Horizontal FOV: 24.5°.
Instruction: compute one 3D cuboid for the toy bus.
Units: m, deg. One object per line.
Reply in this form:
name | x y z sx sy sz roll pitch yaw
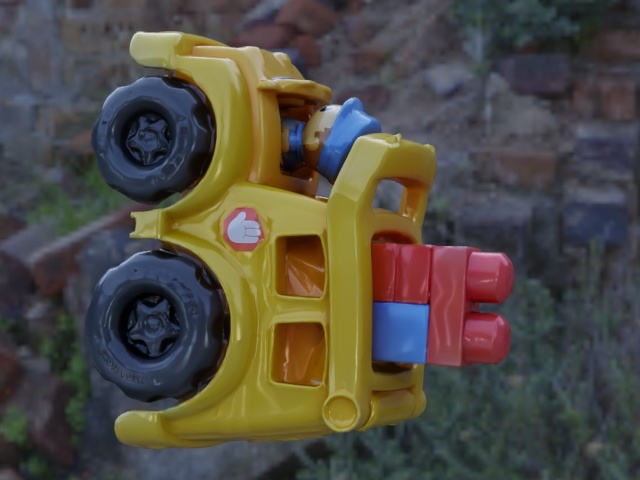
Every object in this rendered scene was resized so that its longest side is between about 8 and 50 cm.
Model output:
toy bus | 0.000 0.000 0.772 0.211 0.220 0.149 -2 -4 23
